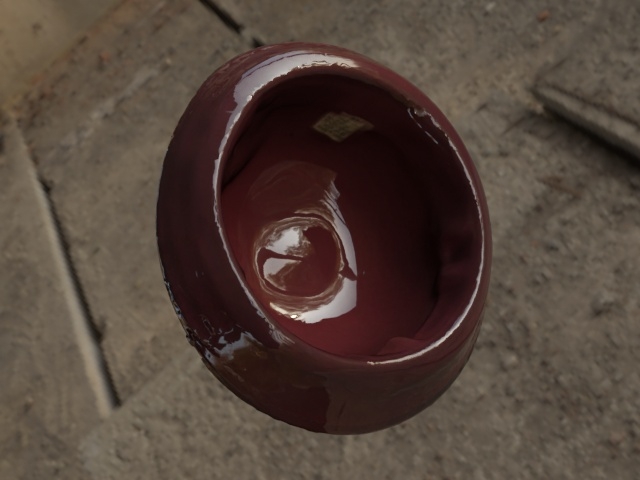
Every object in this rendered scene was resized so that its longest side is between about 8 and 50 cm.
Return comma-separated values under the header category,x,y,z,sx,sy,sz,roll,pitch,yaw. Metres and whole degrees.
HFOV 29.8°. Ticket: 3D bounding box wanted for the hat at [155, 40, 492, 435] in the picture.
category,x,y,z,sx,sy,sz,roll,pitch,yaw
hat,0.000,0.000,0.620,0.089,0.205,0.205,-32,26,56
